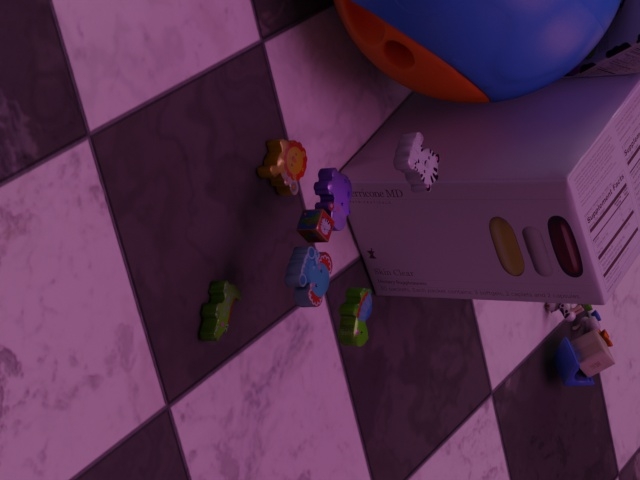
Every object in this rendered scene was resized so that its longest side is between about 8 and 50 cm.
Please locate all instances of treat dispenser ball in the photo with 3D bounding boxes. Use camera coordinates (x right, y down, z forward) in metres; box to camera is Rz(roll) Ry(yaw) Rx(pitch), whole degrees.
[{"bbox_3d":[0.148,-0.273,1.575,0.288,0.288,0.288,-1,91,-54],"label":"treat dispenser ball"}]

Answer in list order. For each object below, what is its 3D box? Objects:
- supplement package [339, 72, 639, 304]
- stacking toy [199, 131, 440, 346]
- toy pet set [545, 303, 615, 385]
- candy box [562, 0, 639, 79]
[{"bbox_3d":[0.187,-0.054,1.650,0.204,0.262,0.145,-48,127,-42],"label":"supplement package"},{"bbox_3d":[0.000,0.000,1.475,0.052,0.167,0.221,47,53,-43],"label":"stacking toy"},{"bbox_3d":[0.308,0.120,2.013,0.122,0.065,0.114,44,21,-48],"label":"toy pet set"},{"bbox_3d":[0.293,-0.238,1.681,0.071,0.233,0.159,11,72,-26],"label":"candy box"}]
